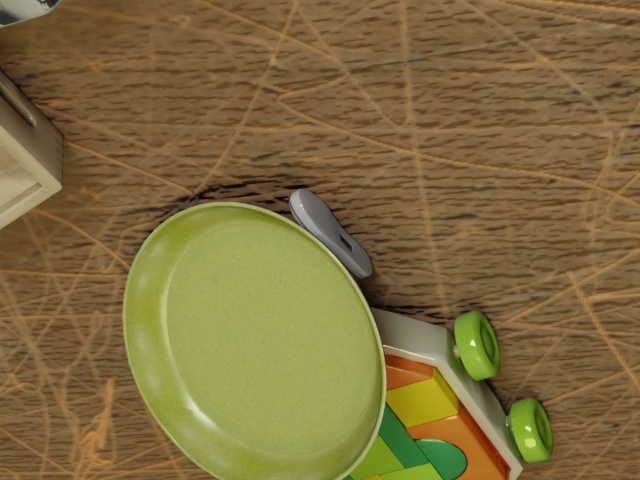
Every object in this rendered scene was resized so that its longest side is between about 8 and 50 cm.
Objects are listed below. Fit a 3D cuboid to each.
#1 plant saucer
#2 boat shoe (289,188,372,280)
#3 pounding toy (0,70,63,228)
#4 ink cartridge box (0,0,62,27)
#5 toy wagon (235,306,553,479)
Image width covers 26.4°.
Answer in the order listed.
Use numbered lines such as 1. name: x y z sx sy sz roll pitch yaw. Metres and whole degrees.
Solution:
1. plant saucer: -0.048 0.082 1.062 0.241 0.037 0.241 10 112 28
2. boat shoe: 0.000 0.000 1.053 0.035 0.035 0.100 -25 133 24
3. pounding toy: -0.264 -0.059 1.001 0.130 0.100 0.141 -31 127 14
4. ink cartridge box: -0.252 -0.217 0.813 0.224 0.045 0.223 -7 137 45
5. toy wagon: 0.066 0.189 1.200 0.267 0.068 0.344 -18 128 23
